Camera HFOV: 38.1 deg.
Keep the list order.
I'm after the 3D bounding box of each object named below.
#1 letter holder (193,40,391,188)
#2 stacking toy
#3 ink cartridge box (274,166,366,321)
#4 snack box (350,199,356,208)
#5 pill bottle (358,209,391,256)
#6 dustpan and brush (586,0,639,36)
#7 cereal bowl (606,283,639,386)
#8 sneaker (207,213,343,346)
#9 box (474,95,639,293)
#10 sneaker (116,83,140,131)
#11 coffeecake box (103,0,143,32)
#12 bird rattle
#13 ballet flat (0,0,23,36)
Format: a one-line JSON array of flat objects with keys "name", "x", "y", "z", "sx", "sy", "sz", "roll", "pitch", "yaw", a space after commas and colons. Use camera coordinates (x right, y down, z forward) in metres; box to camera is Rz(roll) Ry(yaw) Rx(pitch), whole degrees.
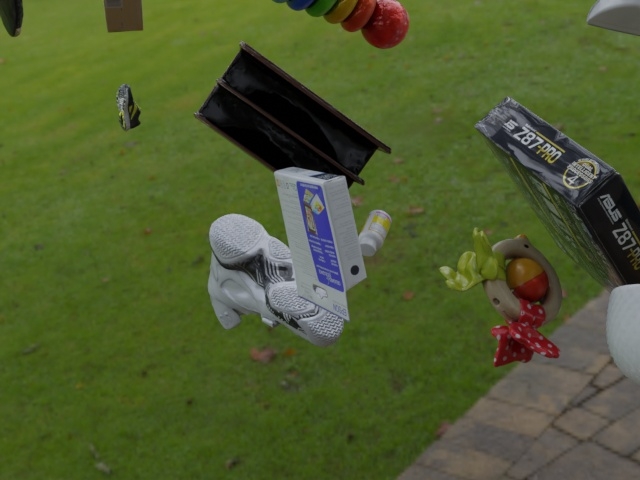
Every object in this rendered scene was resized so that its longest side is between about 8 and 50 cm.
[{"name": "letter holder", "x": -0.050, "y": -0.183, "z": 1.563, "sx": 0.302, "sy": 0.152, "sz": 0.214, "roll": 35, "pitch": 3, "yaw": -9}, {"name": "stacking toy", "x": 0.015, "y": -0.430, "z": 1.607, "sx": 0.330, "sy": 0.141, "sz": 0.141, "roll": 25, "pitch": 11, "yaw": -23}, {"name": "ink cartridge box", "x": 0.000, "y": 0.000, "z": 1.382, "sx": 0.045, "sy": 0.208, "sz": 0.206, "roll": -15, "pitch": 13, "yaw": -20}, {"name": "snack box", "x": 0.004, "y": -0.074, "z": 2.319, "sx": 0.141, "sy": 0.100, "sz": 0.037, "roll": -46, "pitch": 19, "yaw": 5}, {"name": "pill bottle", "x": 0.091, "y": -0.011, "z": 1.586, "sx": 0.043, "sy": 0.043, "sz": 0.083, "roll": 4, "pitch": 43, "yaw": 23}, {"name": "dustpan and brush", "x": 0.676, "y": -0.518, "z": 1.979, "sx": 0.147, "sy": 0.060, "sz": 0.211, "roll": 12, "pitch": -13, "yaw": -4}, {"name": "cereal bowl", "x": 0.507, "y": 0.156, "z": 1.108, "sx": 0.339, "sy": 0.141, "sz": 0.339, "roll": 13, "pitch": -8, "yaw": 2}, {"name": "sneaker", "x": -0.104, "y": 0.123, "z": 1.934, "sx": 0.137, "sy": 0.210, "sz": 0.366, "roll": -30, "pitch": 61, "yaw": -37}, {"name": "box", "x": 0.466, "y": -0.044, "z": 1.650, "sx": 0.097, "sy": 0.395, "sz": 0.318, "roll": -42, "pitch": 38, "yaw": 2}, {"name": "sneaker", "x": -0.324, "y": -0.228, "z": 1.576, "sx": 0.035, "sy": 0.083, "sz": 0.031, "roll": -21, "pitch": 41, "yaw": -35}, {"name": "coffeecake box", "x": -0.357, "y": -0.487, "z": 1.645, "sx": 0.068, "sy": 0.186, "sz": 0.142, "roll": -6, "pitch": -14, "yaw": -10}, {"name": "bird rattle", "x": 0.341, "y": 0.085, "z": 1.586, "sx": 0.207, "sy": 0.143, "sz": 0.253, "roll": -28, "pitch": 71, "yaw": -38}, {"name": "ballet flat", "x": -0.500, "y": -0.417, "z": 1.521, "sx": 0.057, "sy": 0.173, "sz": 0.049, "roll": 29, "pitch": 36, "yaw": 29}]
